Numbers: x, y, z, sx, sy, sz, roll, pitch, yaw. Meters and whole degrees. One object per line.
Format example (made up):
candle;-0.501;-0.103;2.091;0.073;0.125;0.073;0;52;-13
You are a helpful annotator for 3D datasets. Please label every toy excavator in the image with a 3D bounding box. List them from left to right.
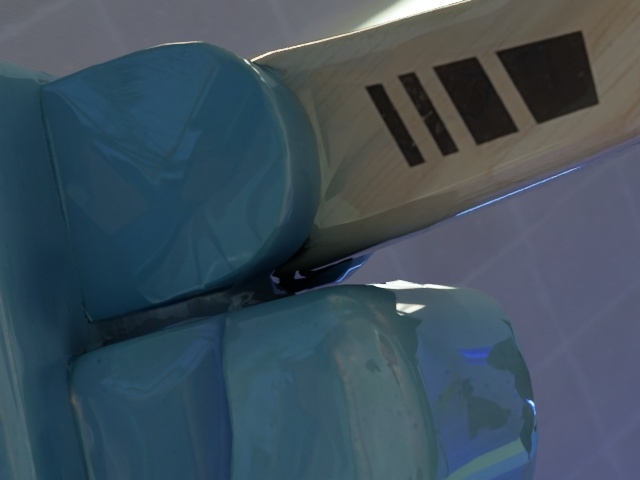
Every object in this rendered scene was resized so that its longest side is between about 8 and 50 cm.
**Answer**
toy excavator;0.000;0.000;0.429;0.222;0.445;0.433;8;-111;-70
